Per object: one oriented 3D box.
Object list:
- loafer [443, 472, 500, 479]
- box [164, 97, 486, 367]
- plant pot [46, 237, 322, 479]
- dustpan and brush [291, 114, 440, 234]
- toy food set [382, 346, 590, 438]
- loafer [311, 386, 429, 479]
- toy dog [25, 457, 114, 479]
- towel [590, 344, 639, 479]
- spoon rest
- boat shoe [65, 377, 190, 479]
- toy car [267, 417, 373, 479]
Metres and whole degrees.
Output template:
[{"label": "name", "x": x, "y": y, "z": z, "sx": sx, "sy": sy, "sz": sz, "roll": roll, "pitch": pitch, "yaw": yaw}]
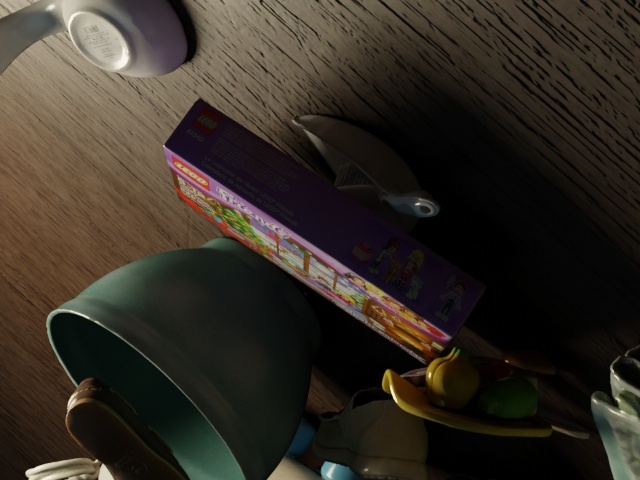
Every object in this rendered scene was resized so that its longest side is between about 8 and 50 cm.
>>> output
[{"label": "loafer", "x": 0.154, "y": 0.299, "z": 1.683, "sx": 0.366, "sy": 0.134, "sz": 0.130, "roll": 5, "pitch": 111, "yaw": 41}, {"label": "box", "x": 0.000, "y": 0.000, "z": 1.407, "sx": 0.293, "sy": 0.057, "sz": 0.201, "roll": 34, "pitch": 169, "yaw": 6}, {"label": "plant pot", "x": -0.122, "y": 0.122, "z": 1.713, "sx": 0.293, "sy": 0.196, "sz": 0.293, "roll": 36, "pitch": 154, "yaw": 21}, {"label": "dustpan and brush", "x": 0.052, "y": -0.042, "z": 1.359, "sx": 0.147, "sy": 0.060, "sz": 0.211, "roll": 55, "pitch": 154, "yaw": -20}, {"label": "toy food set", "x": 0.148, "y": 0.124, "z": 1.406, "sx": 0.128, "sy": 0.071, "sz": 0.218, "roll": 17, "pitch": -176, "yaw": 37}, {"label": "loafer", "x": 0.062, "y": 0.204, "z": 1.689, "sx": 0.102, "sy": 0.092, "sz": 0.268, "roll": 14, "pitch": 176, "yaw": -15}, {"label": "toy dog", "x": -0.219, "y": 0.213, "z": 2.033, "sx": 0.220, "sy": 0.161, "sz": 0.334, "roll": 18, "pitch": 142, "yaw": -42}, {"label": "towel", "x": 0.394, "y": 0.264, "z": 1.278, "sx": 0.321, "sy": 0.090, "sz": 0.374, "roll": 20, "pitch": 146, "yaw": 43}, {"label": "spoon rest", "x": -0.236, "y": -0.211, "z": 1.544, "sx": 0.276, "sy": 0.084, "sz": 0.137, "roll": -3, "pitch": 130, "yaw": 41}, {"label": "boat shoe", "x": -0.192, "y": 0.233, "z": 1.689, "sx": 0.207, "sy": 0.073, "sz": 0.073, "roll": 57, "pitch": -170, "yaw": -17}, {"label": "toy car", "x": -0.017, "y": 0.344, "z": 1.957, "sx": 0.210, "sy": 0.219, "sz": 0.238, "roll": 31, "pitch": -179, "yaw": 26}]
